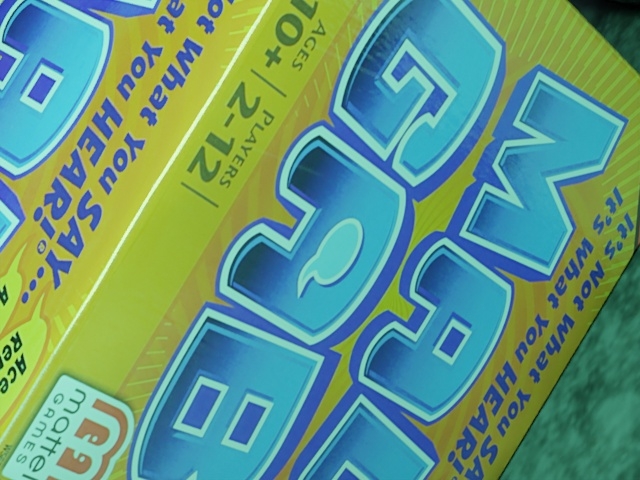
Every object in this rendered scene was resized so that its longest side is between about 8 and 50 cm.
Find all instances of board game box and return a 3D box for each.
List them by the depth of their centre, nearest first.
[{"bbox_3d":[-0.074,-0.041,1.013,0.356,0.356,0.356,29,87,43],"label":"board game box"}]

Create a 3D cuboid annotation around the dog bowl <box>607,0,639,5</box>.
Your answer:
[{"bbox_3d":[0.177,-0.360,1.089,0.408,0.150,0.408,-3,86,50],"label":"dog bowl"}]
